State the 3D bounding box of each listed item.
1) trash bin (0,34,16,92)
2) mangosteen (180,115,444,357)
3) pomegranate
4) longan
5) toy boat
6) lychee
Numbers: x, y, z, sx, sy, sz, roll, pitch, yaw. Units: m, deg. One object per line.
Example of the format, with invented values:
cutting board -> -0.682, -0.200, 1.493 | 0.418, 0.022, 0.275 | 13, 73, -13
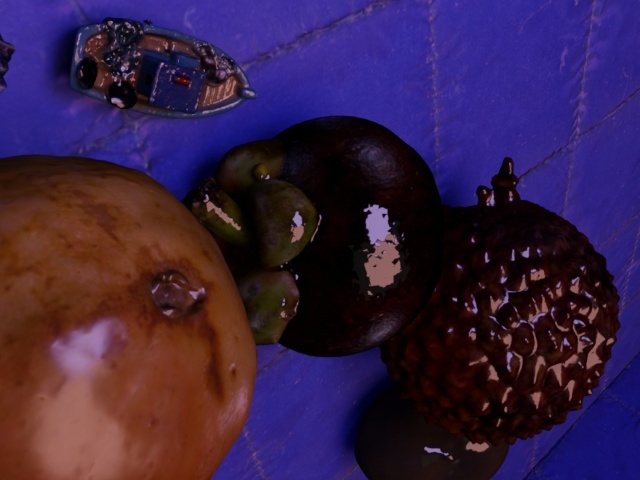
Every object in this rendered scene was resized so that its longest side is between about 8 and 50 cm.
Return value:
trash bin -> -0.373, -0.131, 0.466 | 0.234, 0.184, 0.162 | -45, 139, 3
mangosteen -> 0.007, -0.002, 0.801 | 0.330, 0.330, 0.330 | -24, 130, -33
pomegranate -> -0.265, 0.114, 0.582 | 0.410, 0.410, 0.410 | -24, 130, -33
longan -> 0.242, 0.429, 1.353 | 0.350, 0.288, 0.288 | -10, 122, -28
toy boat -> -0.162, -0.182, 0.683 | 0.223, 0.097, 0.100 | 0, 117, -44
lychee -> 0.301, 0.106, 1.098 | 0.424, 0.424, 0.500 | 2, 98, -46
